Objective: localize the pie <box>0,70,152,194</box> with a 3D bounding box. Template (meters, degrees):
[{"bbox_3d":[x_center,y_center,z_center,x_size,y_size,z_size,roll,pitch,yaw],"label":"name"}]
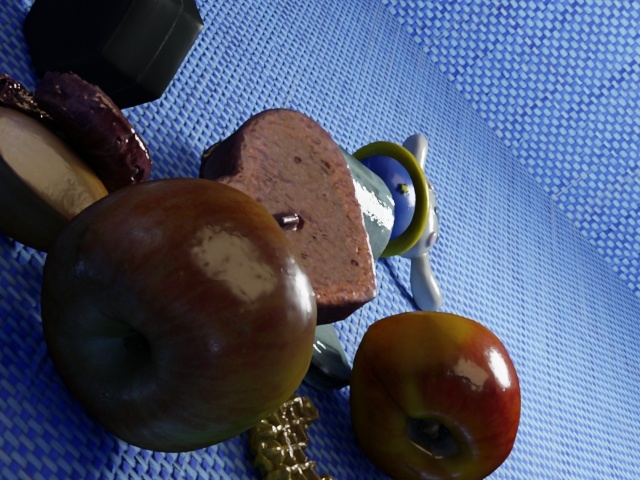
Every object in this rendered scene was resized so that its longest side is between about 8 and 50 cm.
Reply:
[{"bbox_3d":[-0.293,-0.121,1.861,0.204,0.218,0.054,46,60,-22],"label":"pie"}]

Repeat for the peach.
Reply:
[{"bbox_3d":[0.156,0.211,2.191,0.281,0.238,0.281,42,20,-19],"label":"peach"}]

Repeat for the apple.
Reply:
[{"bbox_3d":[-0.139,0.073,1.694,0.301,0.301,0.301,44,22,-22],"label":"apple"}]

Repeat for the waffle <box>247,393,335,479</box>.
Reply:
[{"bbox_3d":[-0.034,0.257,1.970,0.149,0.051,0.194,37,25,-35],"label":"waffle"}]

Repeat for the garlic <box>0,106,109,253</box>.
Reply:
[{"bbox_3d":[-0.329,-0.067,1.776,0.207,0.115,0.128,46,20,-22],"label":"garlic"}]

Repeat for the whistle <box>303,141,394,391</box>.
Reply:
[{"bbox_3d":[-0.026,0.016,2.285,0.168,0.188,0.405,36,58,-50],"label":"whistle"}]

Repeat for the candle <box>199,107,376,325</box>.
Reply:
[{"bbox_3d":[-0.049,-0.002,2.056,0.287,0.131,0.317,43,52,-10],"label":"candle"}]

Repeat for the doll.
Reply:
[{"bbox_3d":[0.122,-0.023,2.695,0.242,0.159,0.311,4,74,-80],"label":"doll"}]

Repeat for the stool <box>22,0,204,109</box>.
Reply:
[{"bbox_3d":[-0.276,-0.290,2.131,0.141,0.232,0.232,33,28,-43],"label":"stool"}]
